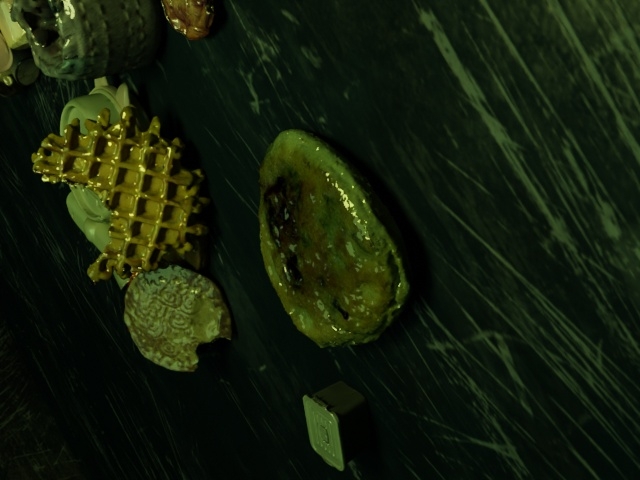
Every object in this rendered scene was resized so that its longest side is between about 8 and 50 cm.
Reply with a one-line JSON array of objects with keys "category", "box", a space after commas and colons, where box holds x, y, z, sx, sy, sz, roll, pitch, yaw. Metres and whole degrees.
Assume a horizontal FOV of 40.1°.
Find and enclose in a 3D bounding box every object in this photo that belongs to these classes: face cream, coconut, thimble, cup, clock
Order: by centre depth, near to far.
[{"category": "thimble", "box": [-0.369, -0.354, 1.365, 0.236, 0.172, 0.205, 17, 124, 54]}, {"category": "clock", "box": [-0.382, -0.145, 1.577, 0.265, 0.109, 0.324, 36, 132, 47]}, {"category": "coconut", "box": [-0.562, -0.434, 1.669, 0.116, 0.116, 0.122, -1, 112, 58]}, {"category": "face cream", "box": [-0.703, -0.401, 1.761, 0.269, 0.073, 0.107, 23, 151, 48]}, {"category": "cup", "box": [-0.422, 0.057, 1.888, 0.083, 0.054, 0.075, 59, 151, 12]}]

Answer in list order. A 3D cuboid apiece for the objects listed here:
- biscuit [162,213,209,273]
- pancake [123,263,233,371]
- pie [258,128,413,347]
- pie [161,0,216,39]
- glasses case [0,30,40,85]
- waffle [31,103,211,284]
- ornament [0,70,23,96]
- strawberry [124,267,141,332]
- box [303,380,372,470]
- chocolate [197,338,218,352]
[{"category": "biscuit", "box": [-0.278, -0.015, 1.623, 0.249, 0.035, 0.184, 23, 132, 48]}, {"category": "pancake", "box": [-0.268, 0.141, 1.619, 0.235, 0.029, 0.212, -35, 98, 28]}, {"category": "pie", "box": [0.000, 0.000, 1.160, 0.323, 0.071, 0.323, 38, 141, 40]}, {"category": "pie", "box": [-0.179, -0.327, 1.220, 0.170, 0.034, 0.092, -9, 101, 59]}, {"category": "glasses case", "box": [-0.702, -0.483, 1.899, 0.299, 0.060, 0.114, 58, 154, 10]}, {"category": "waffle", "box": [-0.318, -0.074, 1.442, 0.069, 0.260, 0.293, -89, -26, -67]}, {"category": "ornament", "box": [-0.753, -0.432, 1.990, 0.230, 0.061, 0.245, 60, 174, -9]}, {"category": "strawberry", "box": [-0.311, 0.135, 1.718, 0.192, 0.140, 0.085, 42, -173, 4]}, {"category": "box", "box": [0.028, 0.277, 1.331, 0.084, 0.069, 0.122, 27, 134, 45]}, {"category": "chocolate", "box": [-0.259, 0.125, 1.649, 0.182, 0.028, 0.086, 48, 115, 2]}]
